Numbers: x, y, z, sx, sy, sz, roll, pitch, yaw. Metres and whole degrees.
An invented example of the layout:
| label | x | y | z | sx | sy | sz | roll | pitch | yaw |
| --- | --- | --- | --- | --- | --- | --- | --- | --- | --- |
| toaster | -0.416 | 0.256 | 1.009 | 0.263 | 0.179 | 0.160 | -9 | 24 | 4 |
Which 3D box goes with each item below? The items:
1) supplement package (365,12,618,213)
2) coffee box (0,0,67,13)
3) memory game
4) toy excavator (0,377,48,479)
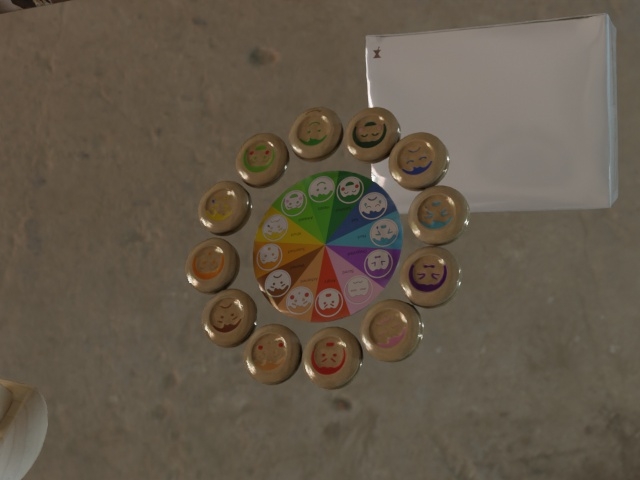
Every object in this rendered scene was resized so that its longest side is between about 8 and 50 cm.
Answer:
| label | x | y | z | sx | sy | sz | roll | pitch | yaw |
| --- | --- | --- | --- | --- | --- | --- | --- | --- | --- |
| supplement package | 0.198 | -0.137 | 1.091 | 0.262 | 0.145 | 0.204 | -1 | 96 | 20 |
| coffee box | -0.326 | -0.334 | 1.000 | 0.297 | 0.168 | 0.119 | 0 | 35 | 34 |
| memory game | 0.000 | 0.000 | 0.583 | 0.186 | 0.012 | 0.186 | -8 | 68 | 20 |
| toy excavator | -0.461 | 0.144 | 0.849 | 0.222 | 0.433 | 0.445 | 7 | 32 | 31 |
